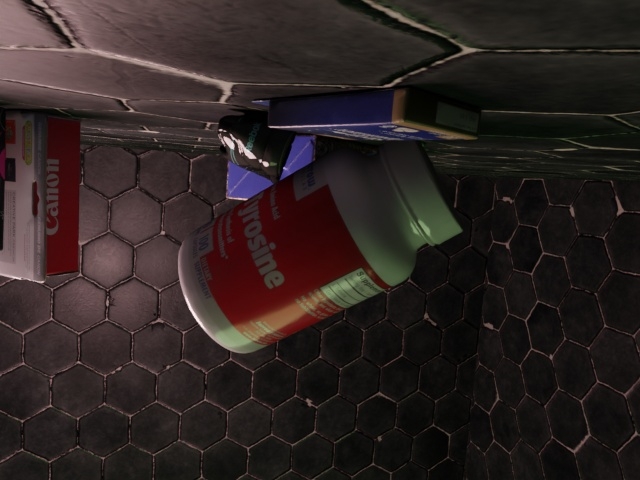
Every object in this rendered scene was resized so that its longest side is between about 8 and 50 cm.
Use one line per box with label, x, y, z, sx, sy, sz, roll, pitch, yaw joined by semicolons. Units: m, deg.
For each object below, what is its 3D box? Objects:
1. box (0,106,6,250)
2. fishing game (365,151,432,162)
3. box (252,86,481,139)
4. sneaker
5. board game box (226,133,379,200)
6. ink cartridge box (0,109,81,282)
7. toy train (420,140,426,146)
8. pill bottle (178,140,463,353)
box;-0.642;-0.109;0.865;0.163;0.247;0.142;8;-174;30
fishing game;0.072;-0.093;0.948;0.264;0.041;0.189;-30;151;22
box;0.042;-0.134;0.573;0.136;0.036;0.225;-3;-169;-45
sneaker;-0.097;-0.155;0.826;0.106;0.101;0.267;19;180;-5
board game box;-0.026;-0.153;1.161;0.232;0.141;0.291;8;-172;33
ink cartridge box;-0.564;-0.089;1.009;0.272;0.309;0.130;8;-172;28
toy train;0.167;-0.175;0.929;0.024;0.017;0.083;-4;-179;31
pill bottle;0.000;0.000;0.818;0.408;0.229;0.229;-28;177;17
